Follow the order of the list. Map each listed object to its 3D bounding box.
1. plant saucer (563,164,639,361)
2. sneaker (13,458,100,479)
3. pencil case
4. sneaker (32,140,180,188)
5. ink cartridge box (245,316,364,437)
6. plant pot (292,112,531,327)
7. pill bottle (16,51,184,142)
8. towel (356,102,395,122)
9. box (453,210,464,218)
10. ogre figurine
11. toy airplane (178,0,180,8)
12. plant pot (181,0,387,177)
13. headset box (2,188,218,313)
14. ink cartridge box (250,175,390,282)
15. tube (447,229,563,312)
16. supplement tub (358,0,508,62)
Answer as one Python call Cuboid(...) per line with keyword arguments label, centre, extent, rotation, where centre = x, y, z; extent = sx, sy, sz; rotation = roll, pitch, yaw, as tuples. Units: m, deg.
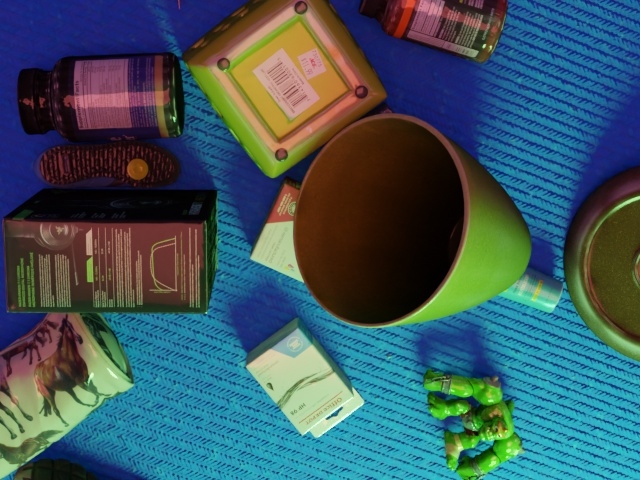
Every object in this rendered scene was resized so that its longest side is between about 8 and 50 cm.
Cuboid(label="plant saucer", centre=(0.504, 0.040, 1.510), extent=(0.311, 0.050, 0.310), rotation=(4, 98, 27))
Cuboid(label="sneaker", centre=(-0.351, 0.421, 1.583), extent=(0.267, 0.101, 0.106), rotation=(25, 113, -22))
Cuboid(label="pencil case", centre=(-0.467, 0.241, 1.525), extent=(0.410, 0.160, 0.183), rotation=(-35, 111, 5))
Cuboid(label="sneaker", centre=(-0.314, -0.110, 1.514), extent=(0.209, 0.082, 0.069), rotation=(-2, 92, -21))
Cuboid(label="ink cartridge box", centre=(-0.020, 0.222, 1.591), extent=(0.104, 0.060, 0.180), rotation=(-37, 101, 5))
Cuboid(label="plant pot", centre=(0.161, -0.008, 1.411), extent=(0.294, 0.275, 0.274), rotation=(11, 105, -49))
Cuboid(label="pill bottle", centre=(-0.308, -0.201, 1.458), extent=(0.219, 0.123, 0.122), rotation=(-3, 102, -1))
Cuboid(label="towel", centre=(0.070, -0.146, 1.535), extent=(0.119, 0.029, 0.067), rotation=(-38, 101, 6))
Cuboid(label="box", centre=(0.200, -0.082, 1.559), extent=(0.067, 0.018, 0.083), rotation=(17, 101, -6))
Cuboid(label="ogre figurine", centre=(0.241, 0.280, 1.603), extent=(0.118, 0.097, 0.197), rotation=(-17, 87, 19))
Cuboid(label="toy airplane", centre=(-0.201, -0.406, 1.468), extent=(0.151, 0.028, 0.151), rotation=(0, 102, -1))
Cuboid(label="plant pot", centre=(-0.047, -0.225, 1.423), extent=(0.227, 0.207, 0.228), rotation=(-35, 102, 4))
Cuboid(label="headset box", centre=(-0.290, 0.008, 1.441), extent=(0.283, 0.246, 0.131), rotation=(0, 102, -2))
Cuboid(label="ink cartridge box", centre=(0.000, 0.000, 1.539), extent=(0.175, 0.072, 0.127), rotation=(24, 99, -7))
Cuboid(label="tube", centre=(0.265, 0.049, 1.579), extent=(0.207, 0.052, 0.080), rotation=(21, 89, 0))
Cuboid(label="supplement tub", centre=(0.157, -0.327, 1.463), extent=(0.198, 0.106, 0.106), rotation=(16, 101, -5))
